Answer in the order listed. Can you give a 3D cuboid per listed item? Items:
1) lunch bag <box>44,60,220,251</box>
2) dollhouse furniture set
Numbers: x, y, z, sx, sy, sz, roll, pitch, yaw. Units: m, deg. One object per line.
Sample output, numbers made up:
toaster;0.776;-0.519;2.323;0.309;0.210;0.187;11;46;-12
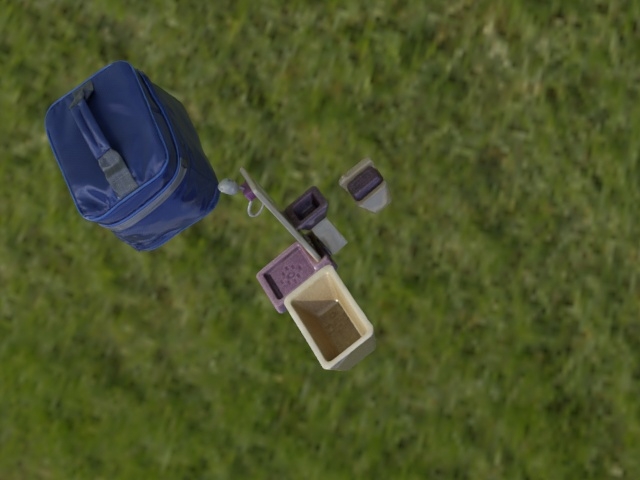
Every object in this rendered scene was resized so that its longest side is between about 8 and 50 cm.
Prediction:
lunch bag;-0.107;-0.051;0.999;0.067;0.098;0.065;-35;149;11
dollhouse furniture set;0.000;0.000;0.929;0.091;0.114;0.081;-39;129;4
